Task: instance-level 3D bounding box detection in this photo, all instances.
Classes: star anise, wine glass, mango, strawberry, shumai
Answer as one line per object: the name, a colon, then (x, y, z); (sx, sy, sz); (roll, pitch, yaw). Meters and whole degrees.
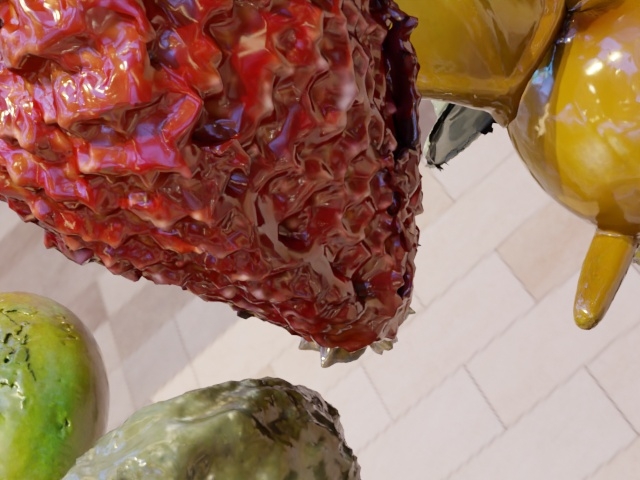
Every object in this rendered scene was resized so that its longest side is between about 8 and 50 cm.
star anise: (0.052, 0.118, 1.693); (0.197, 0.073, 0.212); (-26, 23, 14)
wine glass: (0.042, -0.215, 1.084); (0.321, 0.143, 0.143); (41, 91, 16)
mango: (-0.194, 0.122, 0.712); (0.233, 0.111, 0.125); (-105, 35, -52)
strawberry: (-0.026, -0.061, 0.408); (0.188, 0.286, 0.106); (-49, 35, -14)
shumai: (-0.019, 0.195, 0.519); (0.203, 0.272, 0.222); (41, 120, 32)

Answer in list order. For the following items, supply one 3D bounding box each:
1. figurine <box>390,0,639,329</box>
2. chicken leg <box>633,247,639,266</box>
figurine: (0.181, -0.162, 0.814); (0.401, 0.387, 0.268); (-34, 8, -21)
chicken leg: (0.315, -0.054, 1.089); (0.228, 0.103, 0.088); (-86, 15, -53)
